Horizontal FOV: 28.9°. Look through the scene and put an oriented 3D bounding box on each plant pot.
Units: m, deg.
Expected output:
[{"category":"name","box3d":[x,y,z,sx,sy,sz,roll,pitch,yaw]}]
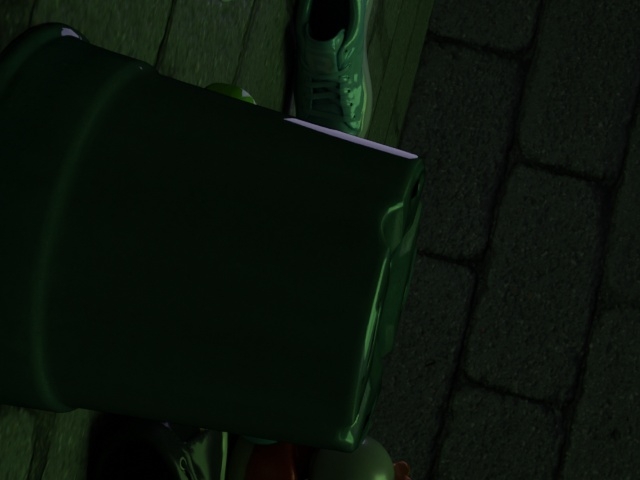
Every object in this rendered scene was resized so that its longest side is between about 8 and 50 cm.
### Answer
[{"category":"plant pot","box3d":[-0.098,0.016,1.052,0.341,0.334,0.341,12,90,-82]}]

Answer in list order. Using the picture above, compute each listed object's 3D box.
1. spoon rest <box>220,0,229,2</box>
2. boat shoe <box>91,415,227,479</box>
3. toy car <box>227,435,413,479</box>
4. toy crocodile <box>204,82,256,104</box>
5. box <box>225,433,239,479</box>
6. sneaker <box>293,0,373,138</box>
[{"category":"spoon rest","box3d":[-0.073,-0.390,1.418,0.137,0.084,0.276,88,16,-58]},{"category":"boat shoe","box3d":[-0.206,0.419,1.483,0.156,0.186,0.500,-32,130,-70]},{"category":"toy car","box3d":[0.019,0.279,1.601,0.210,0.237,0.219,-55,158,-49]},{"category":"toy crocodile","box3d":[-0.144,-0.019,1.442,0.115,0.105,0.341,-53,155,-68]},{"category":"box","box3d":[-0.133,0.193,1.659,0.231,0.126,0.262,-54,157,-46]},{"category":"sneaker","box3d":[0.005,-0.287,1.957,0.150,0.135,0.366,-38,133,-64]}]
